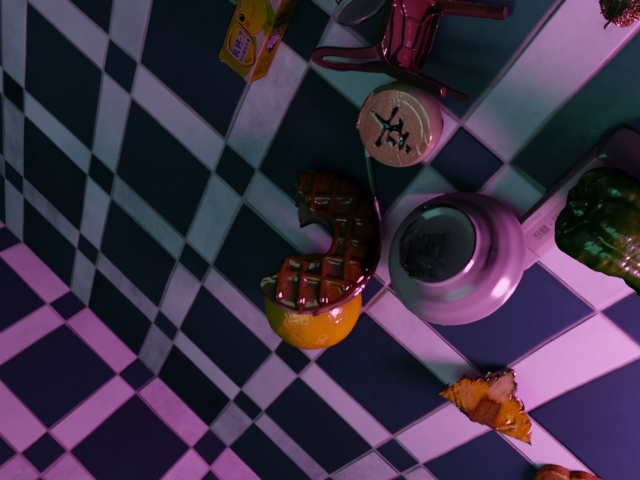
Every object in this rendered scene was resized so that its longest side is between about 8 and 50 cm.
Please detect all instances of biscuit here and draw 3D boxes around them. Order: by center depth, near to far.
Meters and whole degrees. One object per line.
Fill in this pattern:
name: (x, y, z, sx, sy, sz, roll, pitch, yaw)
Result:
biscuit: (0.015, 0.011, 1.240, 0.268, 0.367, 0.115, 9, 165, 12)
biscuit: (0.726, 0.720, 1.359, 0.290, 0.041, 0.209, 26, 131, 22)

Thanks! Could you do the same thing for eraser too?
eraser: (0.495, -0.070, 1.003, 0.089, 0.061, 0.352, 41, 135, 8)

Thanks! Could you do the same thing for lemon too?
lemon: (-0.021, 0.170, 1.398, 0.293, 0.293, 0.293, 19, 127, 26)

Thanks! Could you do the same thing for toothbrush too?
toothbrush: (0.136, -0.118, 1.268, 0.024, 0.018, 0.257, 11, 125, 38)

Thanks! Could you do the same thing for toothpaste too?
toothpaste: (-0.133, -0.531, 1.158, 0.110, 0.077, 0.327, 40, 134, 6)

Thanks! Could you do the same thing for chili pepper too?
chili pepper: (0.596, 0.006, 0.858, 0.384, 0.213, 0.167, 26, 130, -9)

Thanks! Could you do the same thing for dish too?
dish: (0.266, 0.020, 1.071, 0.316, 0.106, 0.317, -14, 64, 32)

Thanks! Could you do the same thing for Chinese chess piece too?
Chinese chess piece: (0.173, -0.255, 1.107, 0.188, 0.083, 0.189, 17, 124, 27)

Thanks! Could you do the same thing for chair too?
chair: (0.152, -0.394, 0.968, 0.326, 0.175, 0.183, 29, 113, 35)

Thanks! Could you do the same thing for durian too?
durian: (0.482, -0.381, 0.798, 0.080, 0.080, 0.091, 40, 113, 8)

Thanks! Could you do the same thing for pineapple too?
pineapple: (0.463, 0.417, 1.332, 0.249, 0.164, 0.140, 14, 164, 34)

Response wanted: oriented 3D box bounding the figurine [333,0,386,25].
figurine: (0.056, -0.533, 1.004, 0.132, 0.132, 0.154, -29, 86, 44)
